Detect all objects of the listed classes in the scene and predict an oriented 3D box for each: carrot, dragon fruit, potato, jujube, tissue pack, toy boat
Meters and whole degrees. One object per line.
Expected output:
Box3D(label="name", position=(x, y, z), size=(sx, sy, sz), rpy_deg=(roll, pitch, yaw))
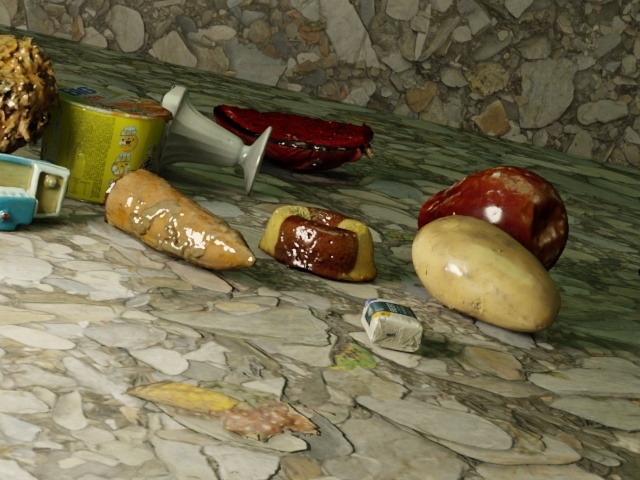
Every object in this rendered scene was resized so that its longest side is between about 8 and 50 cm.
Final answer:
Box3D(label="carrot", position=(-0.175, -0.016, 1.558), size=(0.263, 0.102, 0.102), rpy_deg=(25, 17, 36))
Box3D(label="dragon fruit", position=(-0.062, -0.196, 2.410), size=(0.344, 0.100, 0.282), rpy_deg=(10, 15, 0))
Box3D(label="potato", position=(0.230, 0.052, 1.641), size=(0.235, 0.128, 0.161), rpy_deg=(23, 31, 21))
Box3D(label="jujube", position=(0.265, -0.023, 1.848), size=(0.190, 0.190, 0.255), rpy_deg=(5, 3, -32))
Box3D(label="tissue pack", position=(0.087, 0.102, 1.432), size=(0.062, 0.042, 0.083), rpy_deg=(14, 13, -9))
Box3D(label="toy boat", position=(-0.416, -0.064, 1.523), size=(0.215, 0.088, 0.102), rpy_deg=(6, 18, -34))

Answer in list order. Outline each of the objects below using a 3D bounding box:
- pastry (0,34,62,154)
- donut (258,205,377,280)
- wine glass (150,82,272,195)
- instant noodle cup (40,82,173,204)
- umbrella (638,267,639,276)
Box3D(label="pastry", position=(-0.491, -0.197, 1.625), size=(0.275, 0.193, 0.275), rpy_deg=(-19, 11, 4))
Box3D(label="donut", position=(0.000, 0.000, 1.715), size=(0.166, 0.073, 0.184), rpy_deg=(3, 15, -28))
Box3D(label="wine glass", position=(-0.195, -0.166, 2.051), size=(0.196, 0.165, 0.165), rpy_deg=(21, 13, -1))
Box3D(label="instant noodle cup", position=(-0.340, -0.144, 1.799), size=(0.205, 0.153, 0.205), rpy_deg=(13, 11, -3))
Box3D(label="umbrella", position=(0.627, 0.092, 2.031), size=(0.044, 0.044, 0.269), rpy_deg=(-23, 24, -15))
